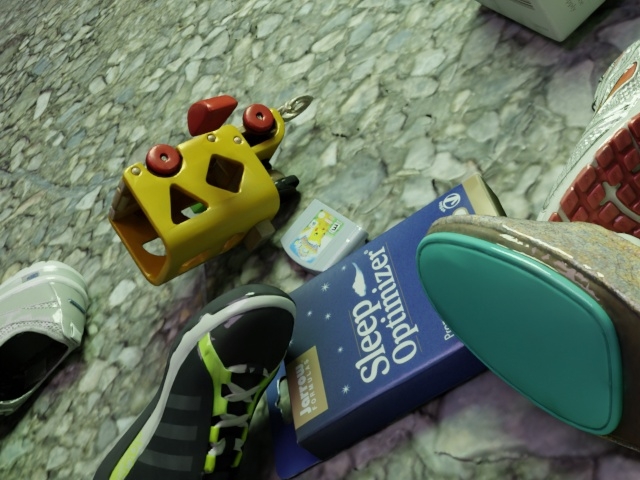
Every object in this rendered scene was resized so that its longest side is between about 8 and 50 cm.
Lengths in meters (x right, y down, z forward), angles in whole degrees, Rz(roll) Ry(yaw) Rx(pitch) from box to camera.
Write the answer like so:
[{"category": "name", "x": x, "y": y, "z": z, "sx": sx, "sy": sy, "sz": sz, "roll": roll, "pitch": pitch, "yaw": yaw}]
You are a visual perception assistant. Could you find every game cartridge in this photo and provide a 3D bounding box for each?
[{"category": "game cartridge", "x": 0.000, "y": 0.000, "z": 0.718, "sx": 0.056, "sy": 0.017, "sz": 0.083, "roll": -53, "pitch": 37, "yaw": -2}]

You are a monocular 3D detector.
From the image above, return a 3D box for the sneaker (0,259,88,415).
[{"category": "sneaker", "x": -0.352, "y": 0.137, "z": 0.859, "sx": 0.281, "sy": 0.105, "sz": 0.115, "roll": -40, "pitch": 37, "yaw": 8}]

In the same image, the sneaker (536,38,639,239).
[{"category": "sneaker", "x": 0.209, "y": -0.066, "z": 0.536, "sx": 0.225, "sy": 0.088, "sz": 0.093, "roll": -50, "pitch": 16, "yaw": -5}]

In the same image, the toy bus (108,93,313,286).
[{"category": "toy bus", "x": -0.083, "y": -0.039, "z": 0.760, "sx": 0.202, "sy": 0.191, "sz": 0.104, "roll": -36, "pitch": 81, "yaw": 15}]

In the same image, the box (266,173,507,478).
[{"category": "box", "x": 0.042, "y": 0.061, "z": 0.605, "sx": 0.225, "sy": 0.036, "sz": 0.136, "roll": -34, "pitch": 38, "yaw": 18}]

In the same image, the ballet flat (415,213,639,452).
[{"category": "ballet flat", "x": 0.182, "y": 0.058, "z": 0.428, "sx": 0.106, "sy": 0.107, "sz": 0.316, "roll": -23, "pitch": 36, "yaw": -26}]

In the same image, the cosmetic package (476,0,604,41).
[{"category": "cosmetic package", "x": 0.183, "y": -0.290, "z": 0.676, "sx": 0.184, "sy": 0.151, "sz": 0.151, "roll": -43, "pitch": 36, "yaw": 4}]

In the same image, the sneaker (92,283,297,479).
[{"category": "sneaker", "x": -0.073, "y": 0.141, "z": 0.600, "sx": 0.097, "sy": 0.084, "sz": 0.234, "roll": 47, "pitch": 112, "yaw": 38}]
